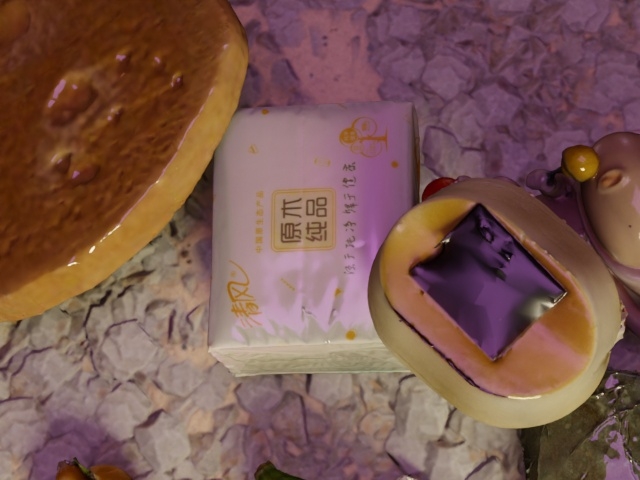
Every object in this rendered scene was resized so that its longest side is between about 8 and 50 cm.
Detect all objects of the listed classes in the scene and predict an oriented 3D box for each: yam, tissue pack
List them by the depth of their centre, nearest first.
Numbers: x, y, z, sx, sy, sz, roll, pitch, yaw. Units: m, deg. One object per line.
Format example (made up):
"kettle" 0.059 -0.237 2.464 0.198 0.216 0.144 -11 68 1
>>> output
"yam" 0.240 0.208 1.235 0.154 0.154 0.254 -1 71 5
"tissue pack" 0.000 0.000 1.332 0.185 0.124 0.225 -3 72 8

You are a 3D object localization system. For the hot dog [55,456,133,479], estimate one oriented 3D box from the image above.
"hot dog" -0.168 0.296 1.282 0.104 0.076 0.250 -30 74 -3

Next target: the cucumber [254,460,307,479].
"cucumber" 0.014 0.283 1.248 0.134 0.134 0.244 -36 65 -6

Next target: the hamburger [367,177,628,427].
"hamburger" 0.139 0.048 1.190 0.210 0.116 0.173 40 87 16

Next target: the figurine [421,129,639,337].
"figurine" 0.238 -0.004 1.284 0.287 0.186 0.176 -10 67 12

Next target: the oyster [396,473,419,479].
"oyster" 0.094 0.245 1.294 0.051 0.034 0.093 -36 60 -23

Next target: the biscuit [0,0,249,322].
"biscuit" -0.249 -0.117 1.381 0.385 0.062 0.365 -42 57 4
